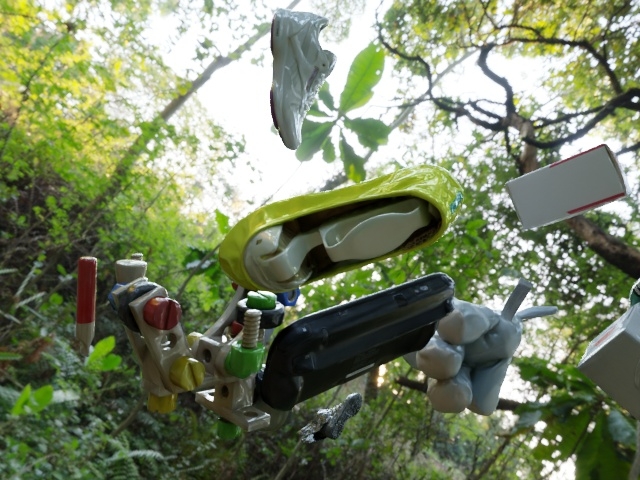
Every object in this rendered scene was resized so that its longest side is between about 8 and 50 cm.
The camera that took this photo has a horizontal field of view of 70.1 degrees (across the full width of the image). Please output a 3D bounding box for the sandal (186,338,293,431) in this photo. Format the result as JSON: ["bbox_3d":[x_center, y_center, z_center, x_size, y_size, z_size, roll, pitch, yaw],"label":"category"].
[{"bbox_3d":[-0.186,0.276,0.850,0.302,0.120,0.086,12,6,25],"label":"sandal"}]

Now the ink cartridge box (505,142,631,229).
[{"bbox_3d":[0.578,-0.118,1.047,0.207,0.283,0.117,-25,-101,35],"label":"ink cartridge box"}]

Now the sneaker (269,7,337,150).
[{"bbox_3d":[-0.038,-0.356,1.019,0.152,0.306,0.114,2,12,-1],"label":"sneaker"}]

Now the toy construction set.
[{"bbox_3d":[-0.188,0.157,0.618,0.308,0.238,0.257,9,8,13],"label":"toy construction set"}]

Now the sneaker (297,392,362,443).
[{"bbox_3d":[0.027,0.438,1.136,0.089,0.170,0.051,-6,-66,43],"label":"sneaker"}]

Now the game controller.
[{"bbox_3d":[0.063,0.140,0.653,0.067,0.319,0.167,55,-39,30],"label":"game controller"}]

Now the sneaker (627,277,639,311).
[{"bbox_3d":[0.732,0.104,0.813,0.301,0.108,0.121,-2,-46,21],"label":"sneaker"}]

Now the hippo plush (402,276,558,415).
[{"bbox_3d":[0.258,0.176,0.928,0.234,0.294,0.236,36,-7,-28],"label":"hippo plush"}]

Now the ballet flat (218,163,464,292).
[{"bbox_3d":[0.000,0.000,0.368,0.230,0.077,0.077,-18,-69,21],"label":"ballet flat"}]

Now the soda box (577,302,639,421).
[{"bbox_3d":[0.486,0.218,0.569,0.286,0.091,0.098,44,-46,23],"label":"soda box"}]
